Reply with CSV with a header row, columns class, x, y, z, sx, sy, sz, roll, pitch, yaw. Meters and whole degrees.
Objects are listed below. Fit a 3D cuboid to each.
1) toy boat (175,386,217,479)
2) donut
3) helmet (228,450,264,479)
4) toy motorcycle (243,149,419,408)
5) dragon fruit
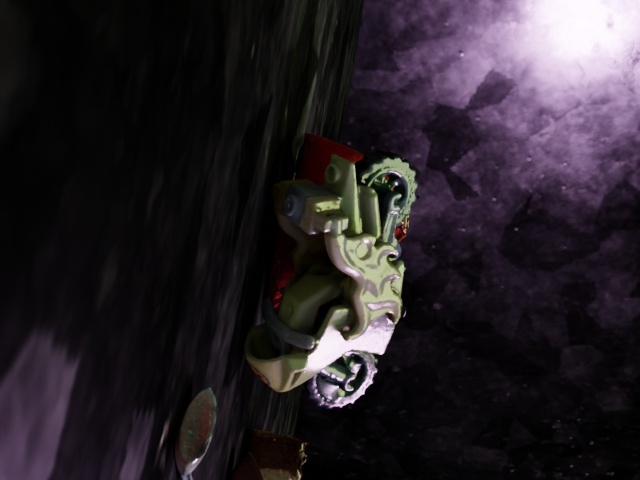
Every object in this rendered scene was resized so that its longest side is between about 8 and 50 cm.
class,x,y,z,sx,sy,sz,roll,pitch,yaw
toy boat,-0.131,0.208,0.900,0.122,0.034,0.096,112,-7,-54
donut,-0.089,0.431,1.589,0.144,0.126,0.187,113,-6,-67
helmet,-0.124,0.398,1.431,0.111,0.057,0.089,86,-22,-44
toy motorcycle,0.015,0.065,1.299,0.168,0.236,0.410,30,-67,48
dragon fruit,0.000,0.000,1.504,0.330,0.302,0.240,-64,-148,7
